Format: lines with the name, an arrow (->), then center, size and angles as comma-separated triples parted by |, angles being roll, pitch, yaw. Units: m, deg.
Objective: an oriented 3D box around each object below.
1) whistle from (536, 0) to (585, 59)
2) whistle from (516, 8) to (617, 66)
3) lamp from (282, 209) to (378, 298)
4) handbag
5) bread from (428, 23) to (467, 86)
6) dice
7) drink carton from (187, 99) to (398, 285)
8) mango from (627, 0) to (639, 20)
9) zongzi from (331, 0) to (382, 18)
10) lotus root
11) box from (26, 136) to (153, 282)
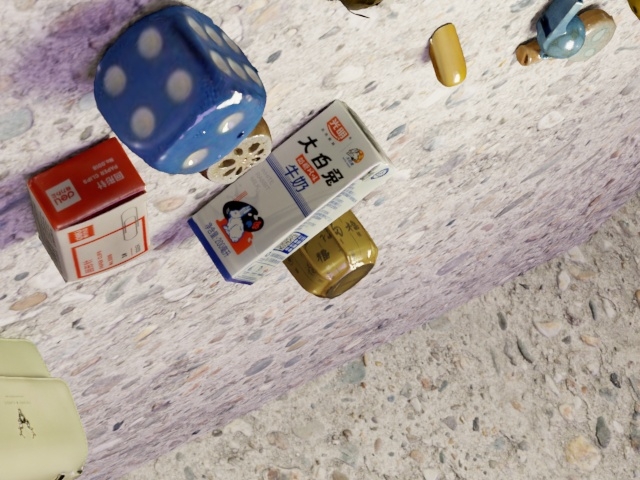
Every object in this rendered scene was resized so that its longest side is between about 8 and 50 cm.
whistle -> 0.416, -0.361, 1.965 | 0.090, 0.090, 0.158 | -21, 159, -37
whistle -> 0.443, -0.358, 2.080 | 0.220, 0.057, 0.107 | -22, 154, -24
lamp -> 0.000, 0.000, 2.019 | 0.161, 0.185, 0.161 | -34, 165, -10
handbag -> -0.507, 0.265, 1.713 | 0.160, 0.236, 0.358 | -35, 164, 10
bread -> 0.196, -0.293, 1.813 | 0.049, 0.103, 0.062 | -22, -154, -5
dice -> -0.156, -0.166, 1.311 | 0.146, 0.146, 0.143 | -40, 165, 19
drink carton -> -0.043, -0.071, 1.830 | 0.315, 0.130, 0.106 | -38, 165, 11
mango -> 0.630, -0.484, 1.893 | 0.329, 0.176, 0.176 | 127, -20, -49
zongzi -> 0.109, -0.359, 1.409 | 0.184, 0.084, 0.187 | -33, 174, -41
lotus root -> -0.131, -0.137, 1.579 | 0.122, 0.081, 0.112 | -34, 156, 0
box -> -0.296, -0.032, 1.507 | 0.133, 0.099, 0.182 | -26, 162, -19
